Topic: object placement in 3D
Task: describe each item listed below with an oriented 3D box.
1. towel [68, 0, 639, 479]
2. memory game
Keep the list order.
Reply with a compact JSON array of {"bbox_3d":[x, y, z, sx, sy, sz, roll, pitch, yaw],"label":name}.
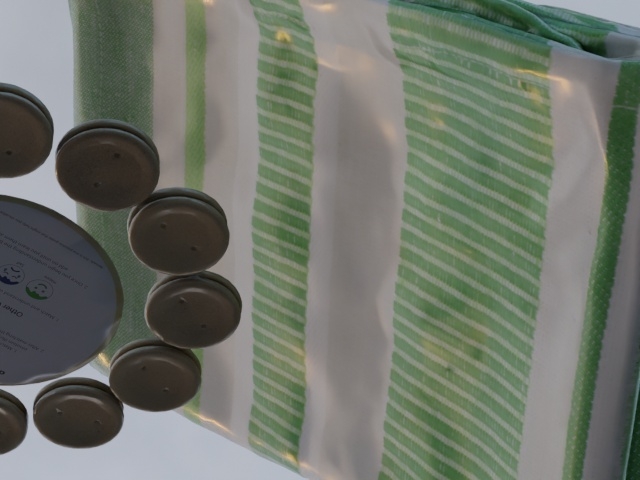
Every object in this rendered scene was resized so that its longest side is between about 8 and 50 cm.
[{"bbox_3d":[0.000,0.000,0.624,0.038,0.325,0.247,-21,-59,-42],"label":"towel"},{"bbox_3d":[-0.121,0.017,0.557,0.186,0.012,0.186,-2,-48,-2],"label":"memory game"}]
